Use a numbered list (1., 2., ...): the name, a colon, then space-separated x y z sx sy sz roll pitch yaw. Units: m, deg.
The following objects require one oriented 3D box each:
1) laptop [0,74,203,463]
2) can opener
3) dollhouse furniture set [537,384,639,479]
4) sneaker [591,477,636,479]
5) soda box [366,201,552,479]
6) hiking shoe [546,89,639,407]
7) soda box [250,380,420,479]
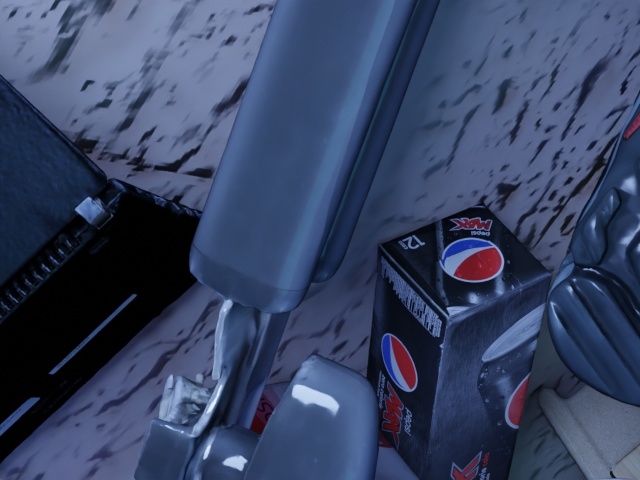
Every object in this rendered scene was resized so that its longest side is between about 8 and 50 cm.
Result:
1. laptop: -0.180 0.020 0.613 0.234 0.136 0.264 -42 170 5
2. can opener: 0.000 0.000 0.655 0.074 0.093 0.280 -43 151 -67
3. dollhouse furniture set: 0.217 0.156 1.015 0.262 0.135 0.259 -40 145 0
4. sneaker: 0.074 0.178 0.912 0.106 0.123 0.290 36 128 -14
5. soda box: 0.058 0.065 0.843 0.060 0.053 0.169 -22 142 -23
6. hiking shoe: 0.188 -0.074 0.791 0.304 0.113 0.132 -57 178 7
7. soda box: -0.047 0.189 0.847 0.083 0.092 0.263 -5 131 -40
